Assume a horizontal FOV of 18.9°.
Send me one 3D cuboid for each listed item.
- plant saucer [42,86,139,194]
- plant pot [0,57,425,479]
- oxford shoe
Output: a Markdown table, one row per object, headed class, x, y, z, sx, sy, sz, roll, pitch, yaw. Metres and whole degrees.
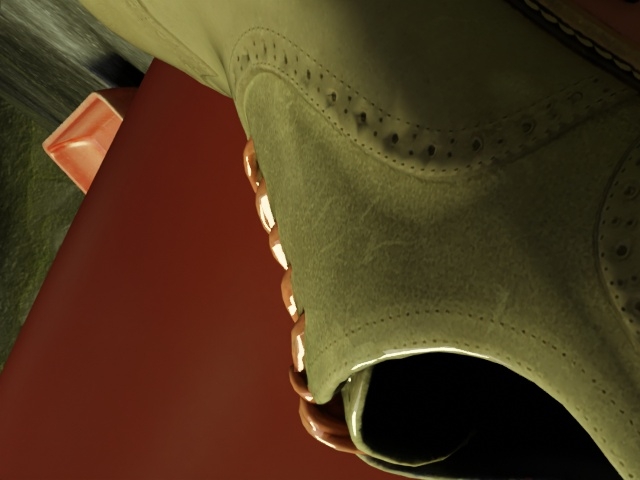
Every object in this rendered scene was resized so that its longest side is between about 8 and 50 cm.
| class | x | y | z | sx | sy | sz | roll | pitch | yaw |
| --- | --- | --- | --- | --- | --- | --- | --- | --- | --- |
| plant saucer | -0.094 | -0.014 | 1.501 | 0.258 | 0.048 | 0.259 | 47 | 163 | -7 |
| plant pot | 0.006 | 0.064 | 0.717 | 0.275 | 0.243 | 0.275 | 35 | 175 | 4 |
| oxford shoe | 0.016 | -0.019 | 0.473 | 0.348 | 0.130 | 0.123 | 31 | 174 | 46 |
